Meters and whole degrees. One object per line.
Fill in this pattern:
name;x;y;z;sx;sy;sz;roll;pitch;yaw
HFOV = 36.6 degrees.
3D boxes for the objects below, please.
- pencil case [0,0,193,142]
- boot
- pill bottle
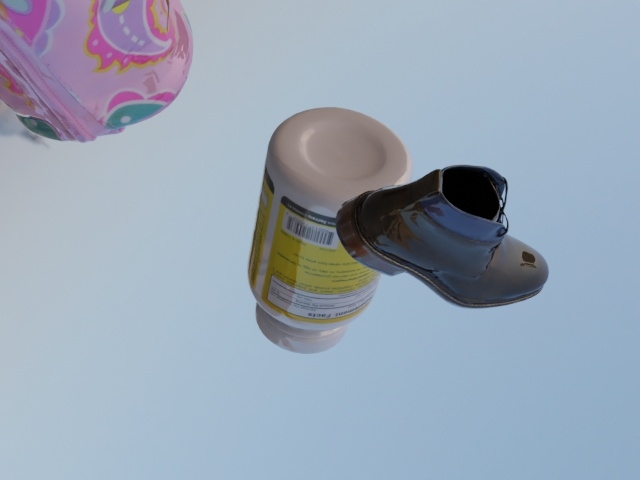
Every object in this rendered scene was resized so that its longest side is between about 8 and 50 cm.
pencil case;-0.165;-0.150;0.438;0.124;0.284;0.124;-6;-113;15
boot;0.130;0.000;0.775;0.106;0.219;0.082;-28;-124;49
pill bottle;0.000;0.000;1.313;0.333;0.188;0.187;105;3;-46
